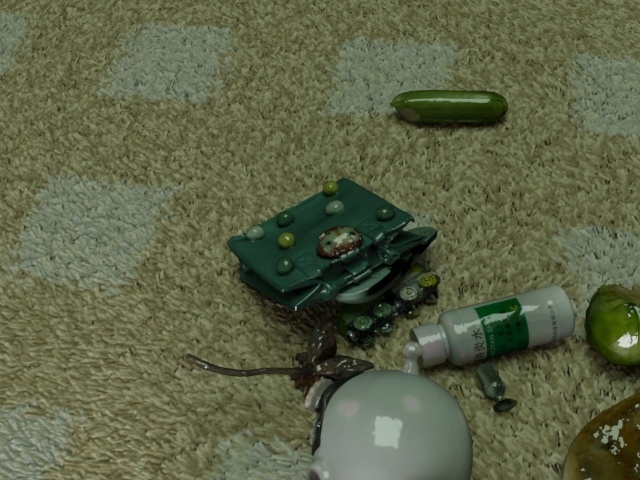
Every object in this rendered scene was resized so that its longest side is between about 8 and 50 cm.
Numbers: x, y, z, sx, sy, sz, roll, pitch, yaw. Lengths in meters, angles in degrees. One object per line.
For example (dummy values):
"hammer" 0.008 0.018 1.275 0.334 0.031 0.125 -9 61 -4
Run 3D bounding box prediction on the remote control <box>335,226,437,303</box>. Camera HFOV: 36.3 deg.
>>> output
"remote control" 0.116 0.042 1.663 0.097 0.045 0.256 2 31 44

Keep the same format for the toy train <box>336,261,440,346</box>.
"toy train" 0.116 0.106 1.662 0.202 0.060 0.081 -31 48 -24

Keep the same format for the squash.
"squash" 0.259 -0.271 1.971 0.238 0.069 0.069 2 50 6

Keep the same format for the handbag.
"handbag" -0.002 -0.005 1.672 0.268 0.100 0.274 -27 24 -16

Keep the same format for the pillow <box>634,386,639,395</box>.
"pillow" 0.522 0.310 1.474 0.135 0.034 0.211 17 51 23

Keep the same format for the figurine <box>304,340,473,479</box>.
"figurine" 0.119 0.344 1.362 0.253 0.211 0.361 28 37 -31

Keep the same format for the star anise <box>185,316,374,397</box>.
"star anise" -0.057 0.176 1.523 0.218 0.227 0.148 -12 69 25

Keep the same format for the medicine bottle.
"medicine bottle" 0.279 0.144 1.595 0.260 0.095 0.095 -13 50 -5

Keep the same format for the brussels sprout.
"brussels sprout" 0.498 0.142 1.567 0.149 0.122 0.151 22 19 13

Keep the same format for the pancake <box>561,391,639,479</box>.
"pancake" 0.519 0.360 1.349 0.386 0.082 0.387 -10 47 10

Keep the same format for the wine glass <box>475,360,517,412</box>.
"wine glass" 0.279 0.233 1.557 0.042 0.039 0.083 -16 46 -7
